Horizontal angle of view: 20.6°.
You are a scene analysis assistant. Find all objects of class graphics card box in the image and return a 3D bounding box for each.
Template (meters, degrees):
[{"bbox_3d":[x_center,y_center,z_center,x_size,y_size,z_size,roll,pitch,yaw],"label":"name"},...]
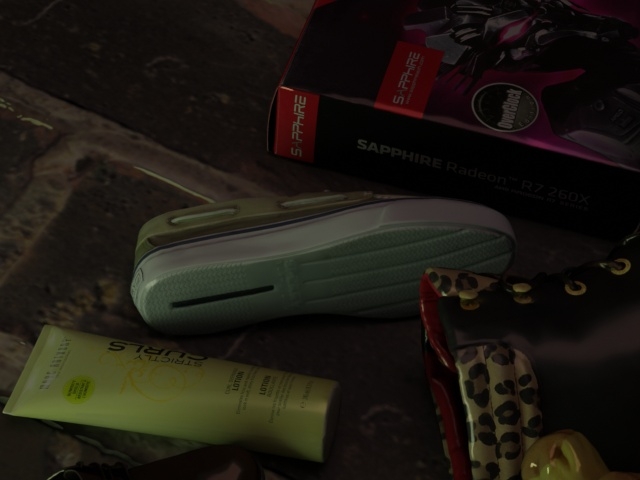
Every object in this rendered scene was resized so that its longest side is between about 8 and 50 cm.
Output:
[{"bbox_3d":[0.164,-0.135,1.520,0.371,0.094,0.233,16,49,8],"label":"graphics card box"}]

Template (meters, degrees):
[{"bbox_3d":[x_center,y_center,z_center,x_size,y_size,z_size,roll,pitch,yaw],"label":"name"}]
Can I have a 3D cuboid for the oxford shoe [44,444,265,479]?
[{"bbox_3d":[-0.137,0.189,1.204,0.227,0.096,0.083,-22,52,-25],"label":"oxford shoe"}]

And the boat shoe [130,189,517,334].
[{"bbox_3d":[0.000,0.000,1.378,0.302,0.109,0.094,-6,46,-7],"label":"boat shoe"}]

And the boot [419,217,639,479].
[{"bbox_3d":[0.216,0.024,1.301,0.284,0.138,0.377,-7,80,-6],"label":"boot"}]

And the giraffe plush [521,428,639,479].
[{"bbox_3d":[0.233,0.230,1.171,0.170,0.181,0.210,1,33,-33],"label":"giraffe plush"}]

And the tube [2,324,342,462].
[{"bbox_3d":[-0.107,0.114,1.299,0.240,0.070,0.062,9,93,11],"label":"tube"}]
